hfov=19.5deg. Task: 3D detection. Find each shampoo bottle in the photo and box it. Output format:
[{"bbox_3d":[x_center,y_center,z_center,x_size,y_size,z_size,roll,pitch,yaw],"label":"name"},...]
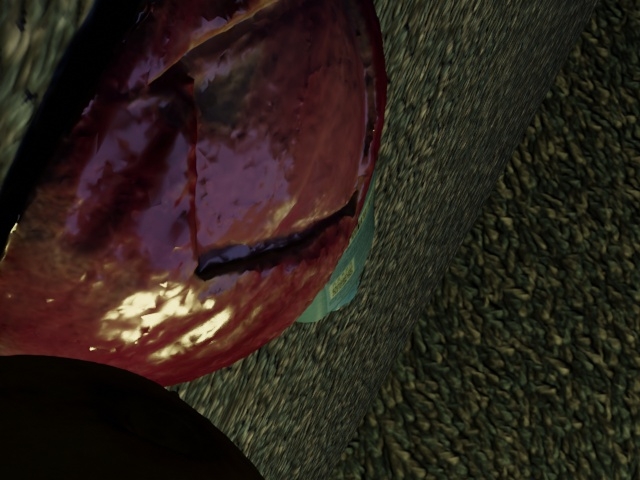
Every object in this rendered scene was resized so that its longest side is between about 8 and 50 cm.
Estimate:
[{"bbox_3d":[0.000,0.000,1.289,0.103,0.061,0.258,-60,172,-12],"label":"shampoo bottle"}]

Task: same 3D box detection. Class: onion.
[{"bbox_3d":[-0.037,-0.029,0.809,0.250,0.111,0.247,-58,173,-8],"label":"onion"}]

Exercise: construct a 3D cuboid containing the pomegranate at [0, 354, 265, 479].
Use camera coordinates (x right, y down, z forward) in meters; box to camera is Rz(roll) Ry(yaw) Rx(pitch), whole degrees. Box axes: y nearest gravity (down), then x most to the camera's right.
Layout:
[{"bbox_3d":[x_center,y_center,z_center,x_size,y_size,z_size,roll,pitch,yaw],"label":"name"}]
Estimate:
[{"bbox_3d":[-0.098,0.170,0.594,0.260,0.260,0.260,-59,172,-14],"label":"pomegranate"}]
